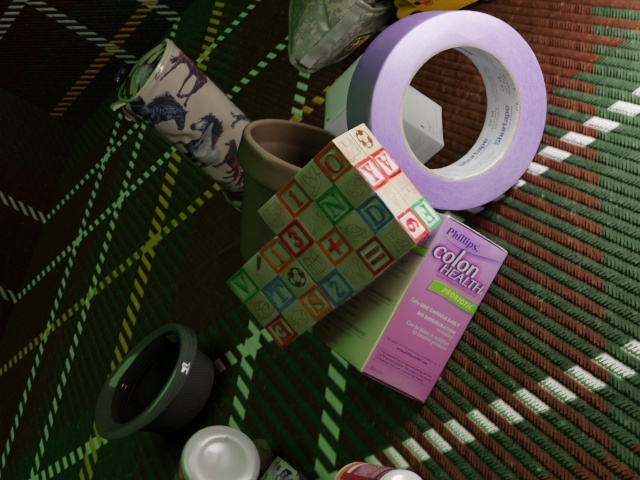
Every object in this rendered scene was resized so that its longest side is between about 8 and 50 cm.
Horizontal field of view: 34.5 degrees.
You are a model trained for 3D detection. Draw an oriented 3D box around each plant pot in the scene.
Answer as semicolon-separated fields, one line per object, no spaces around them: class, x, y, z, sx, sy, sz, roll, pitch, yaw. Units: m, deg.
plant pot;-0.040;-0.061;1.813;0.263;0.263;0.229;-112;37;-59

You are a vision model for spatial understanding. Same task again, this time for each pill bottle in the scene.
pill bottle;-0.171;0.391;1.612;0.221;0.121;0.121;111;169;-49
pill bottle;0.083;0.331;1.309;0.152;0.086;0.086;-11;54;59

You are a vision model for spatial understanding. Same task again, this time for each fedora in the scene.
fedora;-0.309;0.296;2.036;0.275;0.124;0.243;-44;31;14

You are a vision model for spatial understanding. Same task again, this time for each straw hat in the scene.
straw hat;-0.106;0.353;1.664;0.061;0.144;0.144;-29;7;-33

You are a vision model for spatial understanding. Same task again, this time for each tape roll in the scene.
tape roll;0.178;-0.183;1.451;0.275;0.275;0.090;-61;25;0

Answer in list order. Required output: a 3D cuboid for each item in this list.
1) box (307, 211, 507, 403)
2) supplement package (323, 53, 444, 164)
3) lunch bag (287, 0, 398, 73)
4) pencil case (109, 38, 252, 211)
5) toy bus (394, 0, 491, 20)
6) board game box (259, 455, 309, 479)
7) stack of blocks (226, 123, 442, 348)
box;0.117;0.075;1.482;0.243;0.117;0.213;-62;25;-1
supplement package;0.106;-0.205;1.722;0.105;0.179;0.105;-40;32;37
lunch bag;0.051;-0.493;2.147;0.235;0.169;0.287;-36;30;42
pencil case;-0.248;-0.230;2.180;0.183;0.410;0.160;-44;33;5
toy bus;0.236;-0.486;1.834;0.333;0.130;0.108;-9;56;59
board game box;-0.104;0.490;1.439;0.347;0.056;0.208;-53;36;-9
stack of blocks;0.000;0.000;1.417;0.297;0.171;0.087;-42;-4;37
